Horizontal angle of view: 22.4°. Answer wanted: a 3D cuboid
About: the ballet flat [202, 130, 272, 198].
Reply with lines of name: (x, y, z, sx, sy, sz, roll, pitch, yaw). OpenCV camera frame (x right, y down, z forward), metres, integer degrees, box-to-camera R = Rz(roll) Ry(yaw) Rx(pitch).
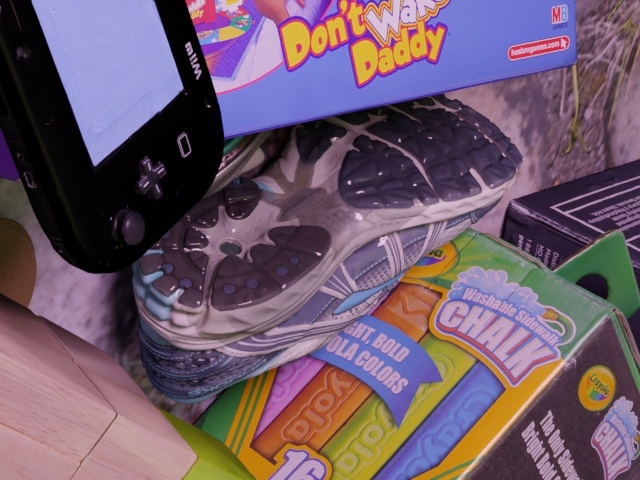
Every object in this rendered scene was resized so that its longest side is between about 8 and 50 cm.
ballet flat: (-0.037, -0.075, 0.856, 0.213, 0.072, 0.068, -52, 146, -15)

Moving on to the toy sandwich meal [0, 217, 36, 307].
toy sandwich meal: (-0.174, 0.021, 0.790, 0.085, 0.029, 0.085, -43, 145, -40)

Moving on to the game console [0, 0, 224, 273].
game console: (-0.102, -0.165, 0.575, 0.213, 0.044, 0.361, -40, 126, -37)

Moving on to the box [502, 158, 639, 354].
box: (0.322, 0.073, 1.188, 0.296, 0.294, 0.182, -17, 124, -43)

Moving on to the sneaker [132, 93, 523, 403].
sneaker: (0.000, 0.000, 0.944, 0.283, 0.110, 0.122, -27, 148, -35)

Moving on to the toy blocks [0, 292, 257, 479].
toy blocks: (-0.241, 0.113, 0.633, 0.381, 0.191, 0.261, 34, 93, -40)

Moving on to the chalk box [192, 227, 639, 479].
chalk box: (0.091, 0.108, 1.018, 0.289, 0.179, 0.180, -46, 139, -16)

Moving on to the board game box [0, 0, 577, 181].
board game box: (-0.021, -0.175, 0.743, 0.347, 0.078, 0.233, -15, 109, -40)
